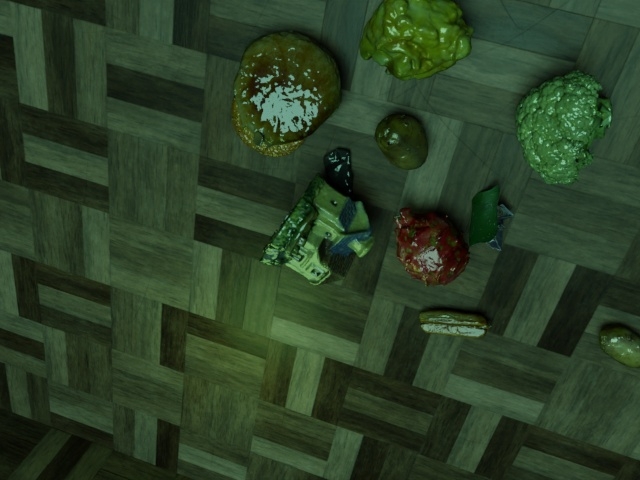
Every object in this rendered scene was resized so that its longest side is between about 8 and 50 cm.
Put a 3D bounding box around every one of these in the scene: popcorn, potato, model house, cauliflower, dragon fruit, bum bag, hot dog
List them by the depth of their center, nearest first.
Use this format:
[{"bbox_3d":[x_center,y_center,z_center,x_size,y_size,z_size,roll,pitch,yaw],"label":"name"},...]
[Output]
[{"bbox_3d":[0.243,-0.507,1.505,0.250,0.242,0.235,28,85,-9],"label":"popcorn"},{"bbox_3d":[0.632,-0.282,1.534,0.250,0.275,0.273,-18,97,-9],"label":"cauliflower"},{"bbox_3d":[0.228,-0.280,1.707,0.137,0.137,0.176,-16,135,25],"label":"potato"},{"bbox_3d":[0.499,-0.055,1.745,0.088,0.167,0.117,19,157,-25],"label":"model house"},{"bbox_3d":[0.315,0.012,1.800,0.205,0.210,0.268,-44,93,8],"label":"dragon fruit"},{"bbox_3d":[0.000,0.000,1.829,0.266,0.261,0.321,32,145,-6],"label":"model house"},{"bbox_3d":[0.929,0.324,1.855,0.170,0.080,0.107,32,131,1],"label":"potato"},{"bbox_3d":[0.058,-0.185,1.857,0.087,0.049,0.198,-1,118,13],"label":"bum bag"},{"bbox_3d":[0.442,0.271,1.992,0.235,0.062,0.092,6,120,18],"label":"hot dog"}]

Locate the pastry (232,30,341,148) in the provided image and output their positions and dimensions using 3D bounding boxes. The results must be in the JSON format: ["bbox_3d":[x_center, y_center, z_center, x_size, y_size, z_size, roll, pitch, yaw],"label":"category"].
[{"bbox_3d":[-0.100,-0.425,1.686,0.329,0.136,0.330,2,106,6],"label":"pastry"}]

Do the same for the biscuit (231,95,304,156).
[{"bbox_3d":[-0.152,-0.367,1.827,0.253,0.035,0.254,8,121,13],"label":"biscuit"}]
